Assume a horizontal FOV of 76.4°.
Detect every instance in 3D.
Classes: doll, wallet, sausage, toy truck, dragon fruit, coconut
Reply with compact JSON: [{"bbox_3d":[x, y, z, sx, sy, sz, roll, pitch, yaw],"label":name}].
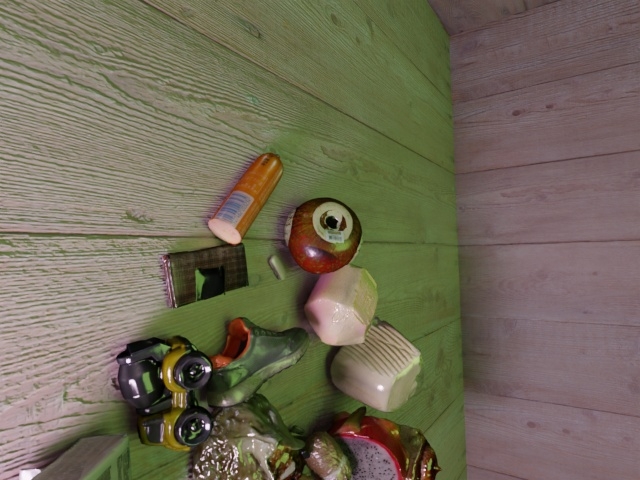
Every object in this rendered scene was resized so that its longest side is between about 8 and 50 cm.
[{"bbox_3d":[0.003,0.623,1.189,0.105,0.115,0.221,-33,73,-34],"label":"doll"},{"bbox_3d":[-0.263,0.076,0.966,0.230,0.042,0.124,-13,96,-58],"label":"wallet"},{"bbox_3d":[-0.177,-0.132,1.067,0.093,0.093,0.312,58,43,-36],"label":"sausage"},{"bbox_3d":[-0.311,0.305,0.807,0.165,0.147,0.224,-2,91,-32],"label":"toy truck"},{"bbox_3d":[0.142,0.687,1.328,0.226,0.305,0.305,-29,112,-68],"label":"dragon fruit"},{"bbox_3d":[0.069,0.216,1.286,0.233,0.233,0.245,56,45,-38],"label":"coconut"}]

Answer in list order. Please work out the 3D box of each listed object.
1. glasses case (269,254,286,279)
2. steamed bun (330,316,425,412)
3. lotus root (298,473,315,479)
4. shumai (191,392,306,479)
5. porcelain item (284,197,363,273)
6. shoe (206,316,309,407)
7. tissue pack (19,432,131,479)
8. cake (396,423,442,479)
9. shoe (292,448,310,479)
[{"bbox_3d":[-0.124,0.079,1.191,0.032,0.021,0.083,-57,132,-43],"label":"glasses case"},{"bbox_3d":[0.201,0.473,1.426,0.273,0.290,0.272,-34,123,-32],"label":"steamed bun"},{"bbox_3d":[-0.076,0.799,1.062,0.151,0.169,0.342,55,39,-39],"label":"lotus root"},{"bbox_3d":[-0.154,0.492,0.948,0.189,0.218,0.256,43,53,-57],"label":"shumai"},{"bbox_3d":[0.000,0.000,1.257,0.253,0.253,0.253,7,82,-56],"label":"porcelain item"},{"bbox_3d":[-0.168,0.265,1.035,0.336,0.132,0.171,-25,99,-51],"label":"shoe"},{"bbox_3d":[-0.405,0.465,0.659,0.159,0.145,0.229,-62,149,-88],"label":"tissue pack"},{"bbox_3d":[0.303,0.821,1.533,0.198,0.293,0.196,62,40,-39],"label":"cake"},{"bbox_3d":[-0.112,0.636,1.083,0.099,0.112,0.227,64,38,-32],"label":"shoe"}]
